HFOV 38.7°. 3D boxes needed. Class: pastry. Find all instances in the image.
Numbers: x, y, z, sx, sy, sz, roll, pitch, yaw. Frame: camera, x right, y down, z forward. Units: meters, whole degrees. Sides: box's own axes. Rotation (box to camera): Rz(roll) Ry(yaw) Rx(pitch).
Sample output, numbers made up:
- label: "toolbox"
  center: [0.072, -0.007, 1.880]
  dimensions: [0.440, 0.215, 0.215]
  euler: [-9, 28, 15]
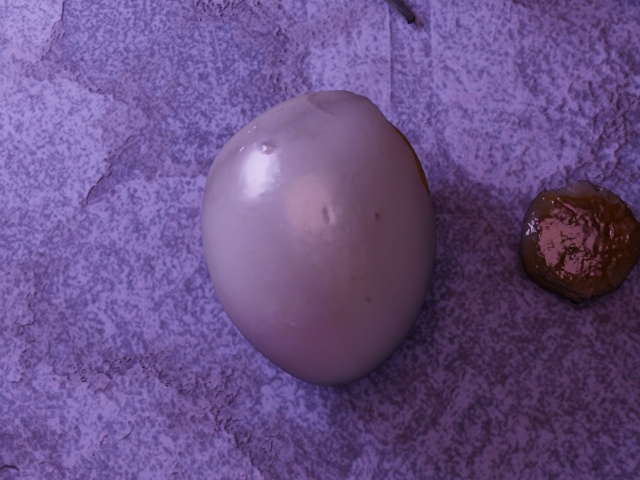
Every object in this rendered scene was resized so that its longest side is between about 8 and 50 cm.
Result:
- label: "pastry"
  center: [0.319, 0.001, 1.124]
  dimensions: [0.153, 0.081, 0.153]
  euler: [-3, 72, 9]

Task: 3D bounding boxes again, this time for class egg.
- label: "egg"
  center: [0.000, 0.000, 1.092]
  dimensions: [0.282, 0.283, 0.345]
  euler: [-10, 79, 10]

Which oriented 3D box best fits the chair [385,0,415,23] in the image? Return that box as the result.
- label: "chair"
  center: [0.085, -0.477, 1.240]
  dimensions: [0.274, 0.203, 0.190]
  euler: [41, 76, 10]
